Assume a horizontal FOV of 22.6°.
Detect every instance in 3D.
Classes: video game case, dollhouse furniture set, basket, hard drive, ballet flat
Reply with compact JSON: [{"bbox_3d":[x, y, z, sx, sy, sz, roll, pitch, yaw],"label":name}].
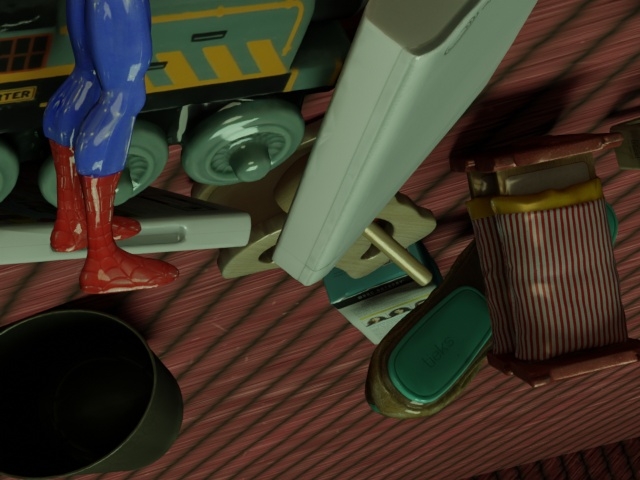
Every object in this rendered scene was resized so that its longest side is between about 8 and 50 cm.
[{"bbox_3d":[-0.194,-0.021,1.036,0.206,0.026,0.227,-4,-166,-42],"label":"video game case"},{"bbox_3d":[0.317,-0.019,1.415,0.374,0.201,0.152,-14,-174,-11],"label":"dollhouse furniture set"},{"bbox_3d":[-0.226,0.162,1.593,0.204,0.154,0.227,-19,167,8],"label":"basket"},{"bbox_3d":[0.076,-0.119,0.990,0.233,0.047,0.353,-49,174,-22],"label":"hard drive"},{"bbox_3d":[0.163,0.069,1.628,0.342,0.116,0.124,-42,180,-28],"label":"ballet flat"}]

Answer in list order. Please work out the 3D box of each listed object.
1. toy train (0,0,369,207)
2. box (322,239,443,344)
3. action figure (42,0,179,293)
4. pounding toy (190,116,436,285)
[{"bbox_3d":[-0.123,-0.112,0.869,0.334,0.142,0.190,-10,152,-26],"label":"toy train"},{"bbox_3d":[0.071,0.046,1.675,0.100,0.060,0.244,-21,163,6],"label":"box"},{"bbox_3d":[-0.065,-0.126,0.744,0.139,0.091,0.280,-13,118,-23],"label":"action figure"},{"bbox_3d":[0.000,0.000,1.292,0.154,0.155,0.269,-28,161,15],"label":"pounding toy"}]
